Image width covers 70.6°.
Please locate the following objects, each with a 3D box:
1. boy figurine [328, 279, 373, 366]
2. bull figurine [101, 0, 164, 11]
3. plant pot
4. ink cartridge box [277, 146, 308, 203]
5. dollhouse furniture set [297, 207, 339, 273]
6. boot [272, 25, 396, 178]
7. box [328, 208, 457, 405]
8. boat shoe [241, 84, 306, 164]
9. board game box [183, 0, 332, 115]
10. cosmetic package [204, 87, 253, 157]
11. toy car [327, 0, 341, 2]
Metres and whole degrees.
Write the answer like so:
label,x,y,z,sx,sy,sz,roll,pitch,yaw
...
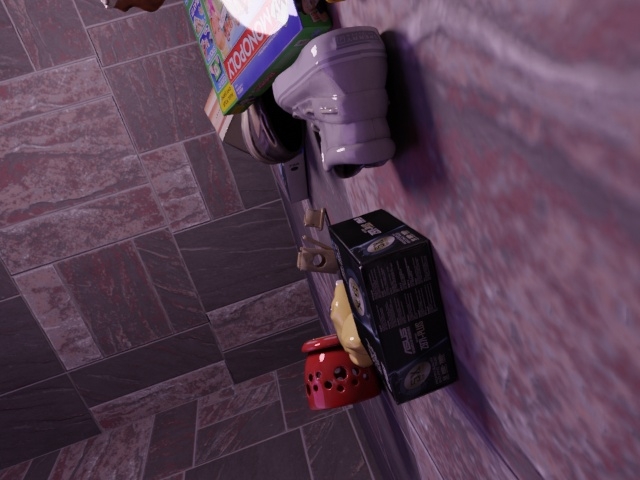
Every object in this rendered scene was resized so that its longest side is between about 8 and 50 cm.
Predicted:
label,x,y,z,sx,sy,sz,roll,pitch,yaw
boy figurine,0.069,0.159,0.876,0.285,0.092,0.177,118,134,-81
bull figurine,-0.306,-0.557,0.818,0.101,0.188,0.310,43,129,6
plant pot,0.048,0.331,1.169,0.191,0.191,0.174,99,160,-78
ink cartridge box,-0.090,-0.243,1.250,0.333,0.065,0.166,90,161,-70
dollhouse furniture set,0.000,0.000,1.197,0.182,0.101,0.161,-177,93,-84
boot,0.009,-0.127,0.493,0.258,0.095,0.124,-142,41,-78
box,0.081,0.071,0.539,0.147,0.077,0.180,-125,18,-69
boat shoe,-0.085,-0.314,0.807,0.130,0.132,0.356,16,124,52
board game box,-0.110,-0.334,0.650,0.317,0.046,0.214,-10,99,61
cosmetic package,-0.181,-0.321,1.103,0.153,0.129,0.296,-60,33,14
toy car,0.017,-0.233,0.363,0.122,0.040,0.060,83,167,-62
